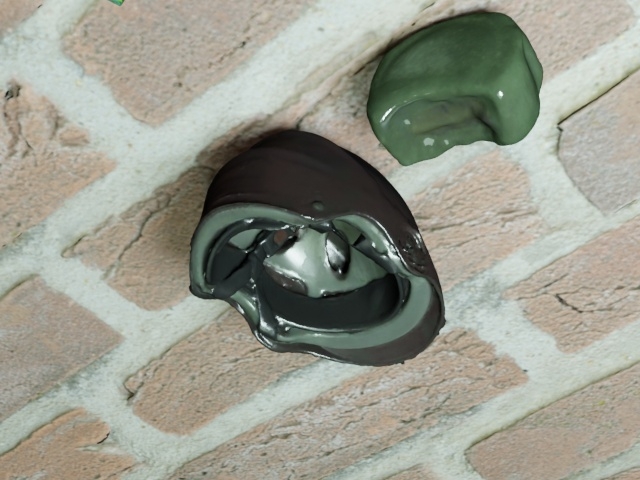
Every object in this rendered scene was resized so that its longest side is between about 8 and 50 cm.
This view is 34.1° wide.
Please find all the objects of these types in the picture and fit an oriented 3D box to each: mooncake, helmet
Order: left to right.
[{"bbox_3d":[0.000,0.000,1.152,0.225,0.177,0.305,-30,131,32],"label":"helmet"},{"bbox_3d":[0.135,-0.142,1.029,0.168,0.175,0.104,-41,124,-18],"label":"mooncake"}]

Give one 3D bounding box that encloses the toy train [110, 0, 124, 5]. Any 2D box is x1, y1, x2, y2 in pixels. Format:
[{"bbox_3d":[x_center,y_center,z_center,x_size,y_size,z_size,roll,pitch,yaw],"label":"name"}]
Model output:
[{"bbox_3d":[-0.242,-0.312,0.954,0.200,0.083,0.132,27,139,-10],"label":"toy train"}]
